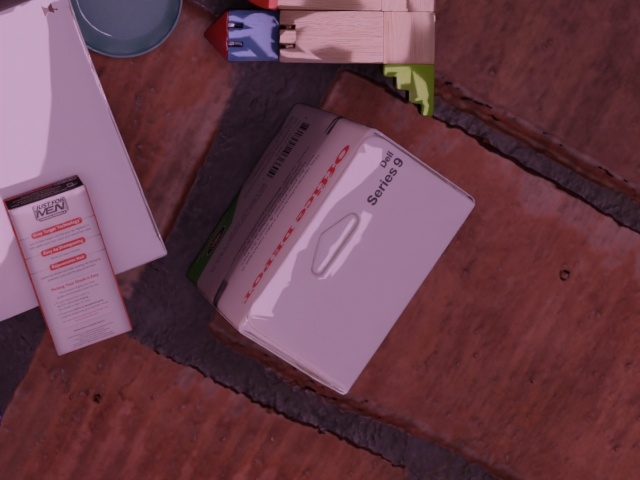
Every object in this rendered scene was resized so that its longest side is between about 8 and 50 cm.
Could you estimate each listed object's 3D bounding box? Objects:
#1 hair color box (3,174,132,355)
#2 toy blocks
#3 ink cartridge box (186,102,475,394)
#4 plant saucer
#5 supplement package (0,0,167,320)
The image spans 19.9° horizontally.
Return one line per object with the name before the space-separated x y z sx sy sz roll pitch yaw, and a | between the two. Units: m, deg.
hair color box | -0.221 0.022 1.595 0.072 0.043 0.141 -19 110 -10
toy blocks | -0.025 -0.309 1.689 0.261 0.191 0.381 0 99 -2
ink cartridge box | 0.000 0.000 1.668 0.121 0.289 0.211 34 91 -16
plant saucer | -0.188 -0.232 1.711 0.119 0.021 0.119 1 109 2
supplement package | -0.287 -0.081 1.652 0.204 0.145 0.262 -22 107 -9
